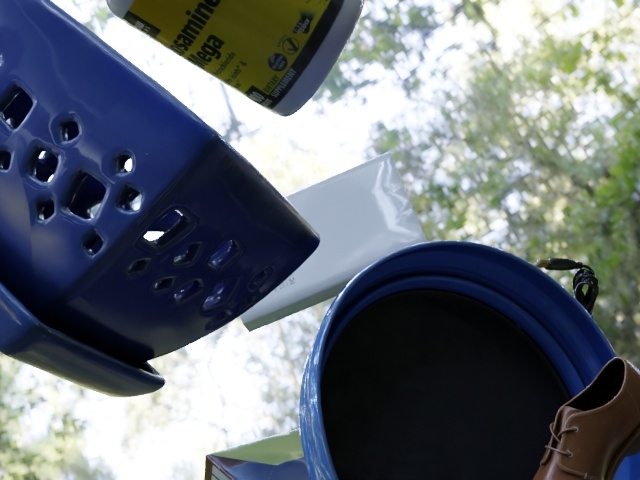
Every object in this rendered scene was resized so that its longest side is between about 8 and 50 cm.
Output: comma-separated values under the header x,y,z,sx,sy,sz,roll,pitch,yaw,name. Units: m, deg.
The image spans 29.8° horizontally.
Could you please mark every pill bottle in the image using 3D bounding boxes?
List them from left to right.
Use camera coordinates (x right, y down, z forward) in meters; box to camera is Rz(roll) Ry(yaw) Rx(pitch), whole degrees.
x,y,z,sx,sy,sz,roll,pitch,yaw,name
-0.131,-0.304,1.419,0.334,0.188,0.188,31,-58,-13,pill bottle

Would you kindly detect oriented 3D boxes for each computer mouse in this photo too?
x,y,z,sx,sy,sz,roll,pitch,yaw,name
0.311,0.115,1.845,0.262,0.060,0.184,2,-66,-11,computer mouse

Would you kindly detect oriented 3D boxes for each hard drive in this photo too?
x,y,z,sx,sy,sz,roll,pitch,yaw,name
0.000,0.000,1.888,0.308,0.203,0.040,-23,-37,5,hard drive

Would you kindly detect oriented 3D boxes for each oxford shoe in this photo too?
x,y,z,sx,sy,sz,roll,pitch,yaw,name
0.213,0.186,1.030,0.212,0.076,0.076,-49,-62,-26,oxford shoe

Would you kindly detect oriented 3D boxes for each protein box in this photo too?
x,y,z,sx,sy,sz,roll,pitch,yaw,name
-0.043,0.382,1.620,0.200,0.136,0.201,-9,-65,-35,protein box

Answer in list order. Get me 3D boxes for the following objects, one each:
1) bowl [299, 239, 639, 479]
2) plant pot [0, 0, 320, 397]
x,y,z,sx,sy,sz,roll,pitch,yaw,name
0.155,0.192,1.235,0.391,0.391,0.077,-2,-23,-29,bowl
-0.175,-0.021,0.913,0.212,0.236,0.236,-49,-25,-3,plant pot
